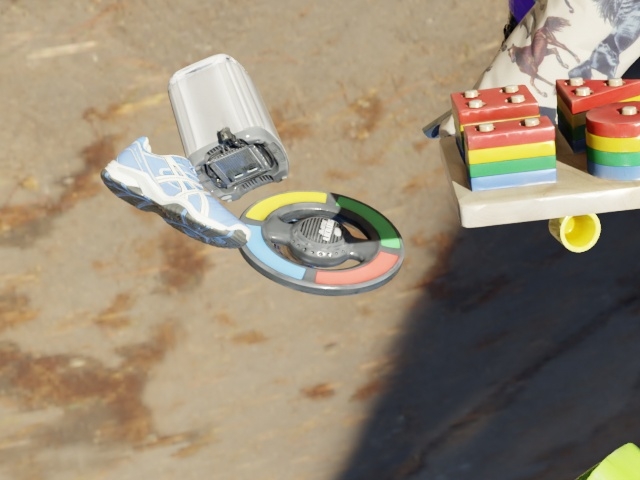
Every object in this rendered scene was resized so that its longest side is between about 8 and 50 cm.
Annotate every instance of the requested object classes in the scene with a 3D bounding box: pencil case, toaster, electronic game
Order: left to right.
[{"bbox_3d":[-0.134,-0.160,1.659,0.129,0.146,0.227,-24,161,6],"label":"toaster"},{"bbox_3d":[0.000,0.000,1.587,0.229,0.229,0.048,-5,127,-21],"label":"electronic game"},{"bbox_3d":[0.322,-0.250,1.579,0.159,0.183,0.410,26,119,-19],"label":"pencil case"}]

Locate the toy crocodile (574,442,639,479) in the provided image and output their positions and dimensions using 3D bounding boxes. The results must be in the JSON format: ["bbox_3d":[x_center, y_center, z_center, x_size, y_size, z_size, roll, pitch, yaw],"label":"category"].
[{"bbox_3d":[0.225,0.286,1.043,0.105,0.115,0.340,-18,152,-28],"label":"toy crocodile"}]

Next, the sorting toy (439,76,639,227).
[{"bbox_3d":[0.264,-0.112,1.287,0.255,0.089,0.257,-7,-160,3],"label":"sorting toy"}]

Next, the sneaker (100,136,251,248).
[{"bbox_3d":[-0.176,-0.062,1.510,0.211,0.081,0.080,30,160,8],"label":"sneaker"}]

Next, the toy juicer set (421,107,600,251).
[{"bbox_3d":[0.342,-0.148,1.799,0.329,0.089,0.209,37,90,-20],"label":"toy juicer set"}]

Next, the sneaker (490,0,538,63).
[{"bbox_3d":[0.332,-0.315,1.923,0.146,0.102,0.293,-21,111,23],"label":"sneaker"}]

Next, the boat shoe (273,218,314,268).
[{"bbox_3d":[-0.030,-0.021,1.803,0.109,0.089,0.258,-53,-173,-6],"label":"boat shoe"}]
